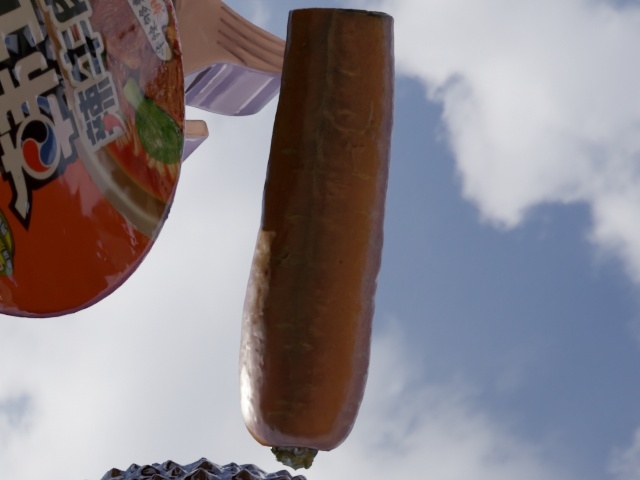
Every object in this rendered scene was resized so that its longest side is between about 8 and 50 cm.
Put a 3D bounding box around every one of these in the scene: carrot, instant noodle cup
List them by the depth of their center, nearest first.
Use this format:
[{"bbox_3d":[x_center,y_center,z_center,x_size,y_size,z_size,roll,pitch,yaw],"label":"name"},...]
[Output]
[{"bbox_3d":[0.000,0.000,0.848,0.067,0.067,0.225,7,-89,-6],"label":"carrot"},{"bbox_3d":[-0.215,-0.080,0.873,0.192,0.250,0.250,-5,-111,33],"label":"instant noodle cup"}]

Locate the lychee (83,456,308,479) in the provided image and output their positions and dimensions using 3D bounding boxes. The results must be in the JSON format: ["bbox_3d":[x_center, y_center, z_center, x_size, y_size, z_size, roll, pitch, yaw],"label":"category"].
[{"bbox_3d":[-0.091,0.269,1.115,0.304,0.276,0.276,-32,-99,-8],"label":"lychee"}]

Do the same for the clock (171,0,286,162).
[{"bbox_3d":[-0.148,-0.185,1.309,0.290,0.080,0.275,23,-122,-23],"label":"clock"}]
